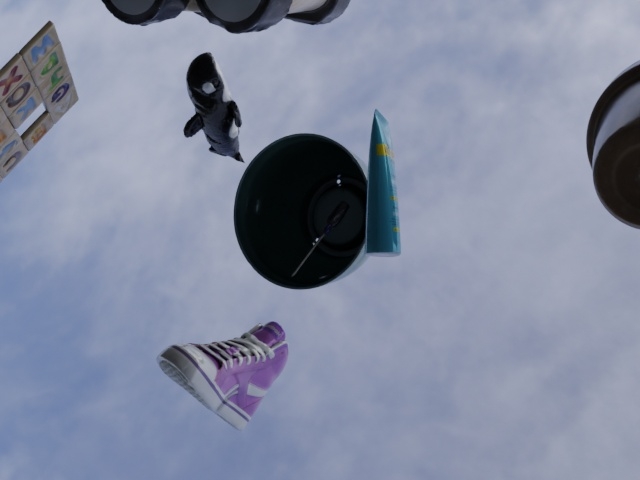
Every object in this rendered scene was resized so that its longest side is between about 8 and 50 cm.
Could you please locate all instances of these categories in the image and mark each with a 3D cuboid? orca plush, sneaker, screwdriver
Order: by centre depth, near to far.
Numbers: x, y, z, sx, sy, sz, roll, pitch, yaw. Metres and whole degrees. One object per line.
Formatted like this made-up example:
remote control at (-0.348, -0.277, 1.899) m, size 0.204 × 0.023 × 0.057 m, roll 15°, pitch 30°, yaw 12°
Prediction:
sneaker at (-0.128, 0.163, 1.205) m, size 0.102 × 0.282 × 0.161 m, roll 35°, pitch -102°, yaw 21°
screwdriver at (0.000, 0.000, 1.543) m, size 0.024 × 0.025 × 0.170 m, roll 29°, pitch -96°, yaw 47°
orca plush at (-0.227, -0.235, 1.632) m, size 0.102 × 0.287 × 0.151 m, roll -30°, pitch -106°, yaw -14°

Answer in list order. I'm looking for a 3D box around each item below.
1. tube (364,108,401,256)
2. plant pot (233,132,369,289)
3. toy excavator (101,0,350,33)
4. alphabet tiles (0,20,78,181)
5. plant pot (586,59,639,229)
tube at (0.089, -0.080, 1.227) m, size 0.052 × 0.080 × 0.207 m, roll -2°, pitch -97°, yaw 12°
plant pot at (0.006, -0.051, 1.659) m, size 0.293 × 0.196 × 0.293 m, roll -1°, pitch -92°, yaw 27°
toy excavator at (-0.172, -0.491, 1.021) m, size 0.433 × 0.222 × 0.445 m, roll 11°, pitch -70°, yaw 25°
alphabet tiles at (-0.318, -0.082, 0.795) m, size 0.237 × 0.009 × 0.198 m, roll -52°, pitch -178°, yaw -13°
plant pot at (0.483, -0.121, 1.179) m, size 0.263 × 0.229 × 0.263 m, roll 13°, pitch -64°, yaw 29°
